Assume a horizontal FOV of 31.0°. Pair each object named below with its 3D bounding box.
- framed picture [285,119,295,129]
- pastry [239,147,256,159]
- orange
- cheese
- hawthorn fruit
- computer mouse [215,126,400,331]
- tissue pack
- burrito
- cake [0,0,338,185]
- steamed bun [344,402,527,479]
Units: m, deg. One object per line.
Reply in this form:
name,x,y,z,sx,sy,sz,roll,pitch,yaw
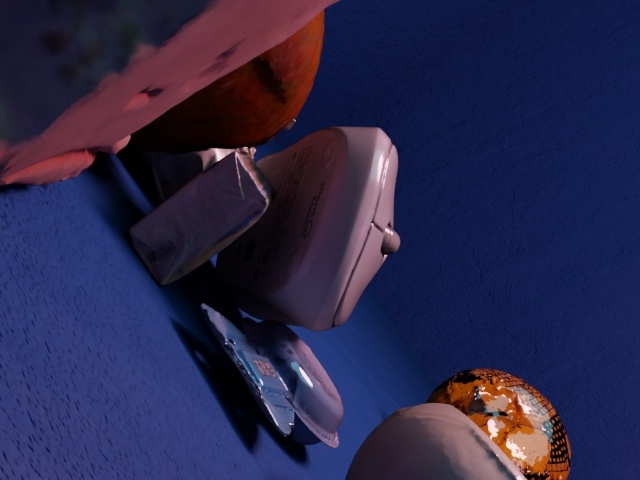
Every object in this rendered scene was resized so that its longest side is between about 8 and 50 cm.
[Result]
framed picture,-0.143,-0.236,1.353,0.260,0.023,0.189,40,4,-23
pastry,-0.154,-0.172,1.506,0.265,0.102,0.112,-130,-158,-59
orange,0.248,0.299,1.665,0.234,0.234,0.182,58,-38,35
cheese,-0.033,0.115,0.952,0.135,0.052,0.244,54,4,16
hawthorn fruit,-0.120,-0.230,0.963,0.276,0.275,0.308,49,44,-60
computer mouse,0.000,0.000,1.045,0.121,0.184,0.297,25,-15,-21
tissue pack,-0.093,-0.022,0.948,0.060,0.108,0.148,54,3,-4
burrito,-0.159,-0.147,1.260,0.139,0.101,0.445,56,4,-24
cake,-0.139,-0.231,0.674,0.307,0.314,0.293,54,2,2
steamed bun,0.097,0.237,0.833,0.232,0.145,0.232,51,-7,8
